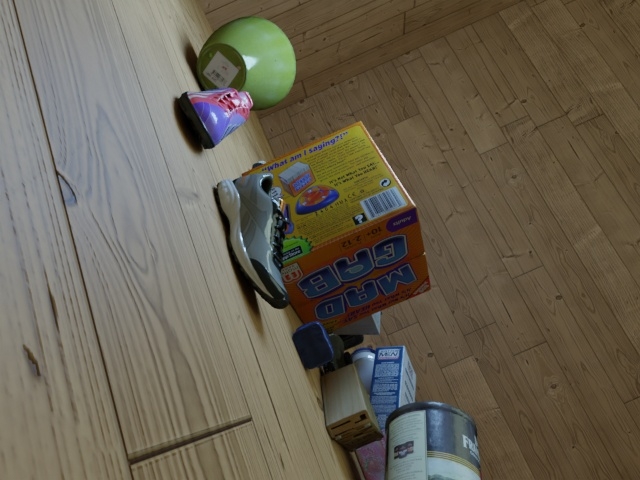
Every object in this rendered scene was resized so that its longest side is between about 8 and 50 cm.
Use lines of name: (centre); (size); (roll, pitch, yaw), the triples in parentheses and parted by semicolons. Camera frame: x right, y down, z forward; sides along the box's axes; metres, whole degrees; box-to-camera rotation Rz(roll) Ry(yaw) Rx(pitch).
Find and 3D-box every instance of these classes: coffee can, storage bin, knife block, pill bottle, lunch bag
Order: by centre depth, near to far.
coffee can: (0.226, 0.502, 0.940); (0.275, 0.201, 0.202); (-75, 147, -53)
lunch bag: (-0.012, 0.221, 0.981); (0.065, 0.067, 0.099); (48, 19, -85)
knife block: (0.052, 0.338, 1.064); (0.276, 0.088, 0.242); (64, 2, -55)
storage bin: (0.069, 0.299, 1.696); (0.084, 0.121, 0.180); (64, 2, -47)
pill bottle: (0.170, 0.490, 1.754); (0.265, 0.153, 0.153); (53, 13, -82)

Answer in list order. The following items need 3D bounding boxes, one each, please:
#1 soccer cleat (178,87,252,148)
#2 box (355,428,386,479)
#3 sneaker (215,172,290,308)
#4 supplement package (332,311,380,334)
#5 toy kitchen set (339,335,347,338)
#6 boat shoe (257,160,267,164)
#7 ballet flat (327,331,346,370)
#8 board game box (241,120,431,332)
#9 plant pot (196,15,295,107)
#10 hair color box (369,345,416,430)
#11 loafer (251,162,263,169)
soccer cleat: (-0.195, -0.257, 0.920); (0.318, 0.116, 0.109); (-111, 177, -71)
box: (0.206, 0.617, 1.147); (0.154, 0.142, 0.300); (63, 3, -67)
sneaker: (-0.098, -0.012, 0.789); (0.100, 0.107, 0.272); (68, 1, -60)
supplement package: (0.083, 0.172, 1.536); (0.263, 0.199, 0.198); (65, 27, -55)
toy kitchen set: (0.076, 0.380, 1.746); (0.083, 0.068, 0.075); (-111, 177, -57)
boat shoe: (-0.195, -0.203, 1.766); (0.064, 0.075, 0.206); (-4, -55, 45)
ballet flat: (0.039, 0.334, 1.330); (0.058, 0.084, 0.250); (21, -28, 35)
board game box: (0.046, -0.023, 1.263); (0.356, 0.356, 0.356); (65, 2, -50)
plant pot: (-0.230, -0.487, 1.324); (0.294, 0.274, 0.275); (-71, 140, -65)
hair color box: (0.226, 0.527, 1.473); (0.347, 0.105, 0.174); (-72, 147, -47)
loafer: (-0.185, -0.175, 1.505); (0.061, 0.062, 0.170); (107, -31, -57)
